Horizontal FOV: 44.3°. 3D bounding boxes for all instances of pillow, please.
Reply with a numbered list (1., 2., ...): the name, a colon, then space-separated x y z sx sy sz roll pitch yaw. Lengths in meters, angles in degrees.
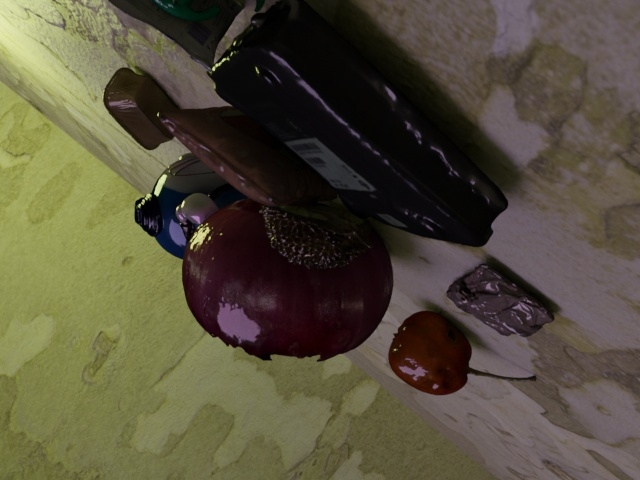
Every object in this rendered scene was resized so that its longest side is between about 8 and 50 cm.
1. pillow: 0.266 0.102 1.206 0.135 0.049 0.248 34 171 4
2. pillow: -0.093 -0.127 1.141 0.223 0.084 0.236 39 -159 14

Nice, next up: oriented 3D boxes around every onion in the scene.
1. onion: -0.044 0.040 1.324 0.358 0.358 0.345 37 126 9

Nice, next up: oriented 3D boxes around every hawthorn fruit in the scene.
1. hawthorn fruit: 0.275 0.242 1.538 0.286 0.165 0.165 18 162 18

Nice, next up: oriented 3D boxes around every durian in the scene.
1. durian: 0.000 0.000 1.123 0.189 0.091 0.148 12 -172 40

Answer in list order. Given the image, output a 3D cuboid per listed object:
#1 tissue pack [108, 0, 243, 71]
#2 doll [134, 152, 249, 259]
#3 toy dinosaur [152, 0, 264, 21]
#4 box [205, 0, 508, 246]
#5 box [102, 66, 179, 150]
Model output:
1. tissue pack: -0.150 -0.265 0.875 0.123 0.026 0.193 34 -146 -17
2. doll: -0.226 -0.059 1.618 0.310 0.284 0.240 31 124 49
3. toy dinosaur: -0.116 -0.272 0.818 0.132 0.096 0.059 9 -174 -30
4. box: 0.027 -0.126 0.949 0.350 0.091 0.359 41 174 -16
5. box: -0.356 -0.263 1.579 0.111 0.111 0.177 28 163 42
